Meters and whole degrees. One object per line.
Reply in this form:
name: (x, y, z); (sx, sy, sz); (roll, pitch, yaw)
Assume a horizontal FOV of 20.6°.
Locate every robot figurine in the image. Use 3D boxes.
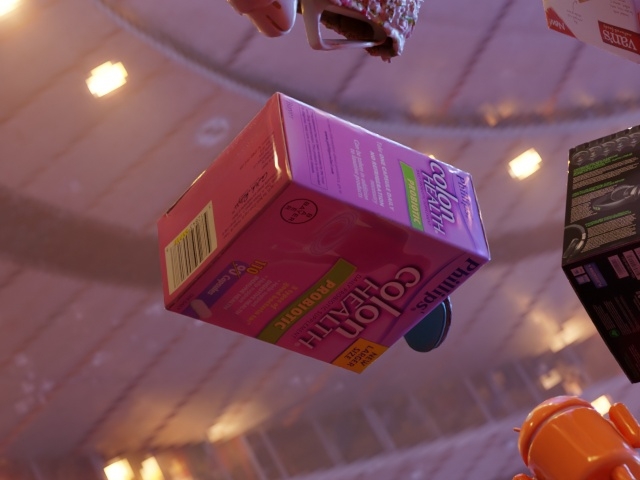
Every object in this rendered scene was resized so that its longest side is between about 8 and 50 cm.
robot figurine: (0.345, 0.294, 2.347); (0.128, 0.219, 0.158); (10, -64, -33)

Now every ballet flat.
ballet flat: (-0.011, -0.201, 1.470); (0.241, 0.077, 0.091); (9, -7, -34)
ballet flat: (0.119, 0.045, 1.994); (0.070, 0.070, 0.188); (-22, -44, -17)

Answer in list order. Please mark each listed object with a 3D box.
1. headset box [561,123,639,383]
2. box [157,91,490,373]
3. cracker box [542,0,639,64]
headset box: (0.451, 0.009, 2.479); (0.131, 0.283, 0.246); (-19, -55, 25)
box: (0.000, 0.000, 1.719); (0.243, 0.117, 0.213); (20, -48, -32)
cracker box: (0.282, -0.307, 1.789); (0.067, 0.156, 0.232); (-32, -54, -20)
